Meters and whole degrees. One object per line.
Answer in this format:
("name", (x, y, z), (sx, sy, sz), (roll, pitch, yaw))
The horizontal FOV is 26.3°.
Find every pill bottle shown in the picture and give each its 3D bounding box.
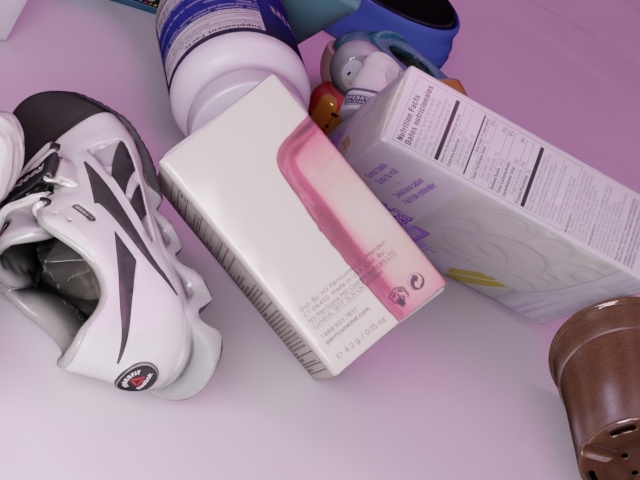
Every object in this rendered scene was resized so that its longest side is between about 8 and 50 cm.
("pill bottle", (-0.094, -0.182, 1.490), (0.153, 0.153, 0.264), (22, 29, -26))

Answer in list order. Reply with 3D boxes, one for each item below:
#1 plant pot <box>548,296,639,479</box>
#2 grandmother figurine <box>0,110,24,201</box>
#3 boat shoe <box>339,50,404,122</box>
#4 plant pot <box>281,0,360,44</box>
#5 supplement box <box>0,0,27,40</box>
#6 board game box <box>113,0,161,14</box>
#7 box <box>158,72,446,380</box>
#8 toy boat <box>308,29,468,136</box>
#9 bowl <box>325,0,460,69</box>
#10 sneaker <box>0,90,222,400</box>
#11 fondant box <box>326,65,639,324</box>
("plant pot", (0.322, 0.172, 1.393), (0.167, 0.167, 0.165), (29, 33, -15))
("grandmother figurine", (-0.351, -0.055, 0.953), (0.208, 0.104, 0.342), (29, 22, 36))
("boat shoe", (0.104, -0.128, 1.595), (0.096, 0.088, 0.267), (7, -20, 34))
("plant pot", (-0.086, -0.362, 1.629), (0.234, 0.165, 0.165), (21, 64, -32))
("supplement box", (-0.389, -0.322, 1.417), (0.111, 0.114, 0.220), (7, 39, -47))
("board game box", (-0.211, -0.414, 1.688), (0.336, 0.079, 0.253), (12, 70, -41))
("box", (-0.021, -0.006, 1.184), (0.232, 0.127, 0.148), (51, -10, 1))
("toy boat", (0.091, -0.182, 1.726), (0.267, 0.148, 0.318), (45, 26, 20))
("bowl", (0.053, -0.417, 2.179), (0.391, 0.077, 0.391), (28, 25, -15))
("sneaker", (-0.205, -0.018, 1.095), (0.146, 0.122, 0.330), (11, 34, -45))
("fondant box", (0.173, -0.037, 1.467), (0.330, 0.238, 0.096), (28, 69, -13))
